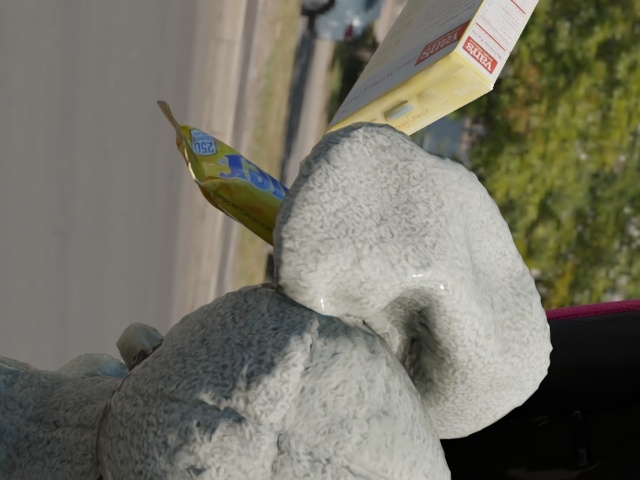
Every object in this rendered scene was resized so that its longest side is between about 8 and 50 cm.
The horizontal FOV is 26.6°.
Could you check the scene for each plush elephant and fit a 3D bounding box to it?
[{"bbox_3d":[-0.041,0.110,0.474,0.255,0.330,0.272,72,33,-44],"label":"plush elephant"}]

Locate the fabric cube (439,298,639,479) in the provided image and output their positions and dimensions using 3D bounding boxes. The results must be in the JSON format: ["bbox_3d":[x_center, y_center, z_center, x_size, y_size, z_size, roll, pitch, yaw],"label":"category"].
[{"bbox_3d":[0.108,0.195,0.732,0.258,0.254,0.259,30,54,-59],"label":"fabric cube"}]

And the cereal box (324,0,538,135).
[{"bbox_3d":[0.112,-0.181,1.084,0.173,0.047,0.240,-27,-153,53],"label":"cereal box"}]

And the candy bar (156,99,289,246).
[{"bbox_3d":[0.000,0.000,0.487,0.018,0.161,0.040,-45,-137,12],"label":"candy bar"}]
